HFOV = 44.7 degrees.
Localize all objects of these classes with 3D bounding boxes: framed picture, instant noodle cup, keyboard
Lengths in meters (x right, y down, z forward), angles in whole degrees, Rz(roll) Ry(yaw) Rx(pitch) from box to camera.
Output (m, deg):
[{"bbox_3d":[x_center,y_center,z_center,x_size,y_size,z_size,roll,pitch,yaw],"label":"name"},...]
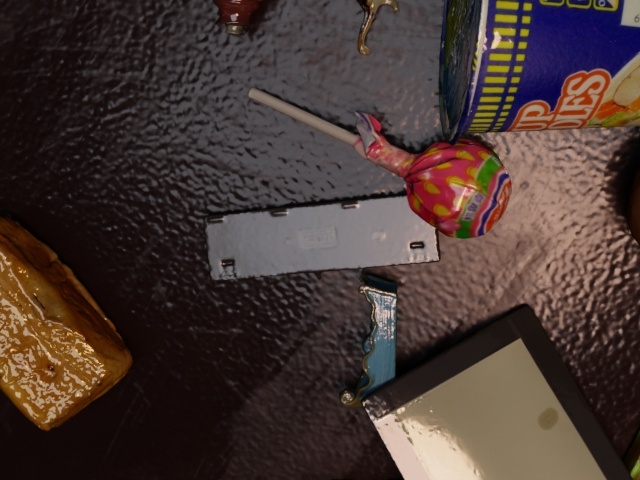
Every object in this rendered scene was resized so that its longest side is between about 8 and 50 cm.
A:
[{"bbox_3d":[0.246,0.294,1.006,0.265,0.016,0.347,-30,83,-4],"label":"framed picture"},{"bbox_3d":[0.303,-0.236,0.851,0.312,0.284,0.284,4,102,0],"label":"instant noodle cup"},{"bbox_3d":[0.000,0.000,1.051,0.317,0.027,0.106,-5,97,9],"label":"keyboard"}]

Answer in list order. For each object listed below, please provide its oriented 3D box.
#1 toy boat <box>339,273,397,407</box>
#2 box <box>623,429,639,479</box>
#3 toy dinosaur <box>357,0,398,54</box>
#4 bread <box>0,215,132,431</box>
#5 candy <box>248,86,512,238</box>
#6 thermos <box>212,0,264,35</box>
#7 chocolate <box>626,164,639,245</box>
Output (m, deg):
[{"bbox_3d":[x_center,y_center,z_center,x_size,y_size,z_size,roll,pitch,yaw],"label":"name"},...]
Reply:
[{"bbox_3d":[0.064,0.139,1.044,0.077,0.075,0.185,1,107,6],"label":"toy boat"},{"bbox_3d":[0.564,0.329,1.024,0.311,0.043,0.173,21,104,3],"label":"box"},{"bbox_3d":[0.065,-0.325,0.968,0.058,0.037,0.180,-5,102,5],"label":"toy dinosaur"},{"bbox_3d":[-0.410,0.114,1.083,0.167,0.132,0.294,-39,92,13],"label":"bread"},{"bbox_3d":[0.065,-0.116,0.980,0.365,0.124,0.124,28,105,17],"label":"candy"},{"bbox_3d":[-0.092,-0.371,0.957,0.124,0.099,0.232,-3,106,-30],"label":"thermos"},{"bbox_3d":[0.441,-0.051,0.915,0.177,0.177,0.176,2,102,8],"label":"chocolate"}]
